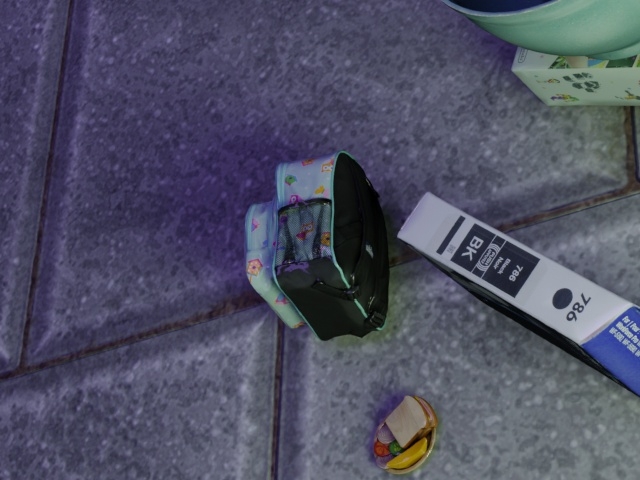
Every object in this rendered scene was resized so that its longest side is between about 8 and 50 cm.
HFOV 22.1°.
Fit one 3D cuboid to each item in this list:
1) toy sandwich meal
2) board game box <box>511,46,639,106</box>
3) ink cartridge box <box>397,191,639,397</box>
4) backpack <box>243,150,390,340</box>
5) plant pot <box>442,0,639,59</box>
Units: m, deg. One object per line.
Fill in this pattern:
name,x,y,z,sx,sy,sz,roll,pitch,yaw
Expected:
toy sandwich meal,0.086,0.203,1.713,0.085,0.029,0.085,-20,54,29
board game box,0.374,-0.255,1.711,0.303,0.097,0.224,4,68,40
ink cartridge box,0.234,0.066,1.581,0.333,0.165,0.065,30,85,46
backpack,0.000,0.000,1.809,0.144,0.166,0.188,-7,57,25
plant pot,0.266,-0.299,1.619,0.293,0.196,0.293,-20,54,30
